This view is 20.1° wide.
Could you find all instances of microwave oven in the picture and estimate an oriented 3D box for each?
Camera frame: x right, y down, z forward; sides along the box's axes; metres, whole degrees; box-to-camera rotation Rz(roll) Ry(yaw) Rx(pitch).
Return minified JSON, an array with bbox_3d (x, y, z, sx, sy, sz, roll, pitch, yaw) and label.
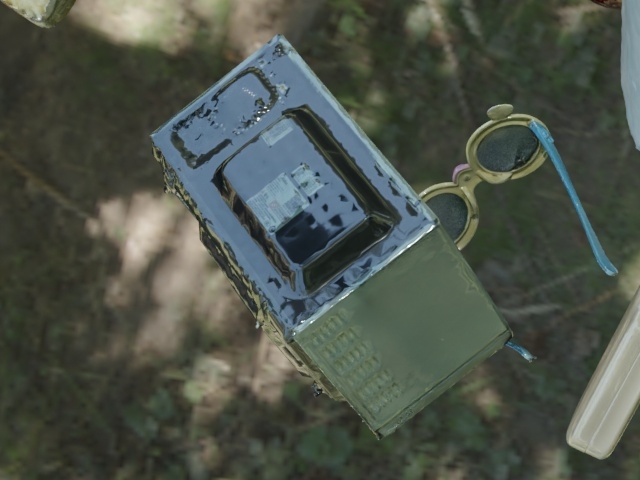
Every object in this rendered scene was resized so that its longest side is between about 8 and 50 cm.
[{"bbox_3d":[0.000,0.000,1.651,0.181,0.237,0.295,-38,51,1],"label":"microwave oven"}]

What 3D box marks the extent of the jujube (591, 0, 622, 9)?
[{"bbox_3d":[0.242,-0.225,1.101,0.230,0.155,0.155,-9,71,5],"label":"jujube"}]

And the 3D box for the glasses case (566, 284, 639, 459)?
[{"bbox_3d":[0.291,0.121,1.720,0.050,0.083,0.196,27,125,8],"label":"glasses case"}]

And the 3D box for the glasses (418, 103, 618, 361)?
[{"bbox_3d":[0.193,0.005,1.744,0.190,0.088,0.220,-49,56,20],"label":"glasses"}]

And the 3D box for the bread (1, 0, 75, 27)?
[{"bbox_3d":[-0.226,-0.237,1.419,0.125,0.082,0.106,34,113,20],"label":"bread"}]

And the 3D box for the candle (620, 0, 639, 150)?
[{"bbox_3d":[0.248,-0.133,0.875,0.221,0.342,0.221,-4,51,4],"label":"candle"}]
